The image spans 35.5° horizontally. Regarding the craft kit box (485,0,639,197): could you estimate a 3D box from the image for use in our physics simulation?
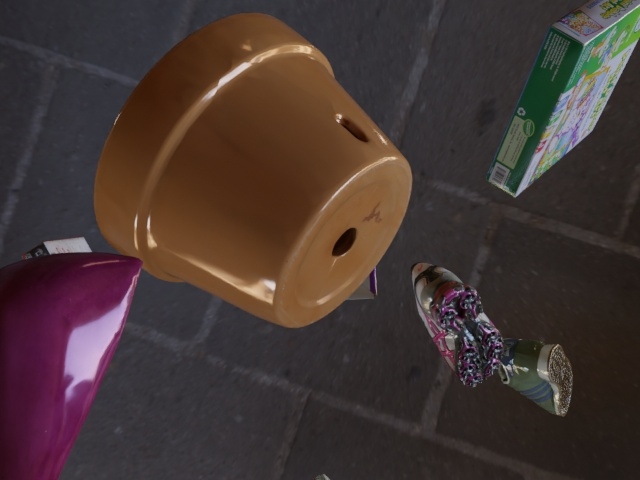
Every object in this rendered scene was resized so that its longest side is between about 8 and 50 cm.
[{"bbox_3d":[0.340,-0.210,1.345,0.061,0.246,0.250,34,136,18],"label":"craft kit box"}]

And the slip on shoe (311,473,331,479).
[{"bbox_3d":[0.016,0.394,1.230,0.101,0.331,0.123,-42,103,-2],"label":"slip on shoe"}]

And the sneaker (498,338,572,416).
[{"bbox_3d":[0.281,0.175,1.329,0.086,0.192,0.064,11,68,26],"label":"sneaker"}]

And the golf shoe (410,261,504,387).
[{"bbox_3d":[0.156,0.094,1.150,0.067,0.086,0.186,-34,132,-9],"label":"golf shoe"}]

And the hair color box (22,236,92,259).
[{"bbox_3d":[-0.388,0.037,1.520,0.043,0.141,0.072,-30,87,10],"label":"hair color box"}]

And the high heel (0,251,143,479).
[{"bbox_3d":[-0.177,0.199,0.723,0.181,0.127,0.377,-14,109,-10],"label":"high heel"}]

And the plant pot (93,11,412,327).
[{"bbox_3d":[-0.048,-0.050,0.993,0.203,0.291,0.291,37,95,24],"label":"plant pot"}]

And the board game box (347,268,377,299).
[{"bbox_3d":[0.000,0.000,1.316,0.144,0.275,0.142,-3,90,3],"label":"board game box"}]
